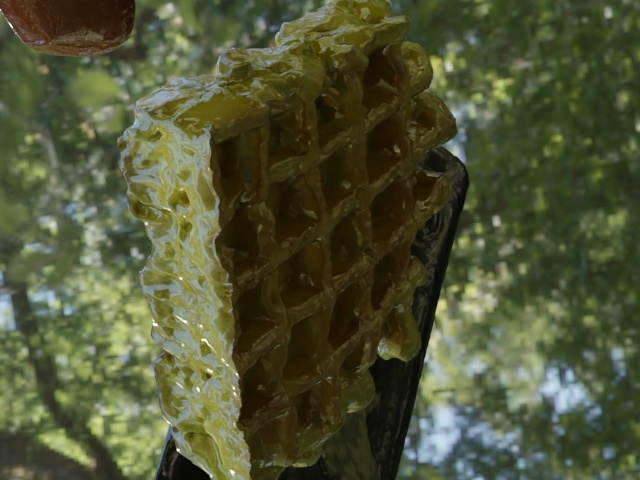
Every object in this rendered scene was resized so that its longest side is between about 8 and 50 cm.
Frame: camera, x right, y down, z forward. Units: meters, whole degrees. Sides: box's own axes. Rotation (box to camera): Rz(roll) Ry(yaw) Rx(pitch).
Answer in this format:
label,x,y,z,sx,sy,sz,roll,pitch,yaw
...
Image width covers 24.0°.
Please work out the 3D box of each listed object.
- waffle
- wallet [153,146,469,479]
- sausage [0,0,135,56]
label,x,y,z,sx,sy,sz,roll,pitch,yaw
waffle,0.001,0.000,0.748,0.219,0.057,0.229,-39,-47,-45
wallet,0.004,0.057,1.049,0.170,0.044,0.321,25,-114,-22
sausage,-0.272,-0.279,1.436,0.258,0.133,0.133,51,-138,-36
